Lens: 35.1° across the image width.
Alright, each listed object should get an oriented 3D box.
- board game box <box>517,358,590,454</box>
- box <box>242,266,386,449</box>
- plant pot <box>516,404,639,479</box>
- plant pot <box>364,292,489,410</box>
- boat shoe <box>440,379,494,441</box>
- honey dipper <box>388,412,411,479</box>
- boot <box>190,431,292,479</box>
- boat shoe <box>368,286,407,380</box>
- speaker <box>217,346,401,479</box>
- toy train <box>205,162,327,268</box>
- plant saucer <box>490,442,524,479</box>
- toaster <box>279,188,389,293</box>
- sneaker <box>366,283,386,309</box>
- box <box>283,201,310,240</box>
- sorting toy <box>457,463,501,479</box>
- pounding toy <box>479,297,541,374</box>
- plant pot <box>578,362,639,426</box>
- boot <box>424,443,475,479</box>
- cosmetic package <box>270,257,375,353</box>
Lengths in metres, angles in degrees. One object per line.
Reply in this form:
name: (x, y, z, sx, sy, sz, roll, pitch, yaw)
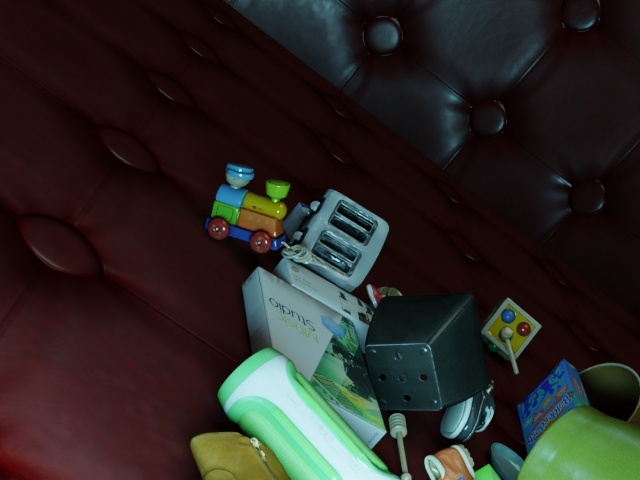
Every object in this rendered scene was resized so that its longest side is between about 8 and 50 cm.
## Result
board game box: (0.504, 0.369, 2.190, 0.047, 0.160, 0.210, 36, 18, -9)
box: (-0.017, 0.197, 1.739, 0.232, 0.058, 0.322, 32, 21, -25)
plant pot: (0.541, 0.478, 1.765, 0.353, 0.366, 0.366, 33, 11, 37)
plant pot: (0.180, 0.214, 1.823, 0.167, 0.188, 0.187, -36, 118, -58)
boat shoe: (0.299, 0.321, 1.979, 0.091, 0.114, 0.302, 34, 19, -1)
honey dipper: (0.137, 0.355, 1.723, 0.030, 0.030, 0.161, 34, 22, -17)
boot: (-0.118, 0.317, 1.230, 0.295, 0.104, 0.211, 26, 17, -49)
boat shoe: (0.178, 0.177, 2.101, 0.109, 0.094, 0.302, 32, 20, -23)
speaker: (-0.010, 0.293, 1.425, 0.296, 0.131, 0.131, 46, 19, 17)
toy train: (-0.086, -0.051, 1.927, 0.248, 0.143, 0.105, 17, 16, 11)
plant saucer: (0.372, 0.447, 1.972, 0.119, 0.021, 0.119, 36, 18, -14)
toaster: (0.035, 0.013, 2.050, 0.185, 0.168, 0.110, 32, -21, -6)
sneaker: (0.143, 0.128, 2.009, 0.118, 0.067, 0.042, 60, 8, 12)
box: (0.000, 0.000, 2.201, 0.126, 0.072, 0.137, 24, 25, -38)
sorting toy: (0.346, 0.508, 1.632, 0.348, 0.047, 0.196, 53, 21, 1)
pounding toy: (0.461, 0.235, 2.481, 0.130, 0.141, 0.100, 40, -10, 0)
plant pot: (0.678, 0.451, 2.292, 0.254, 0.237, 0.237, 49, 14, -23)
boot: (0.236, 0.427, 1.725, 0.084, 0.059, 0.158, -2, 48, -36)
cosmetic package: (0.015, 0.127, 1.956, 0.239, 0.060, 0.099, 31, 20, -27)
